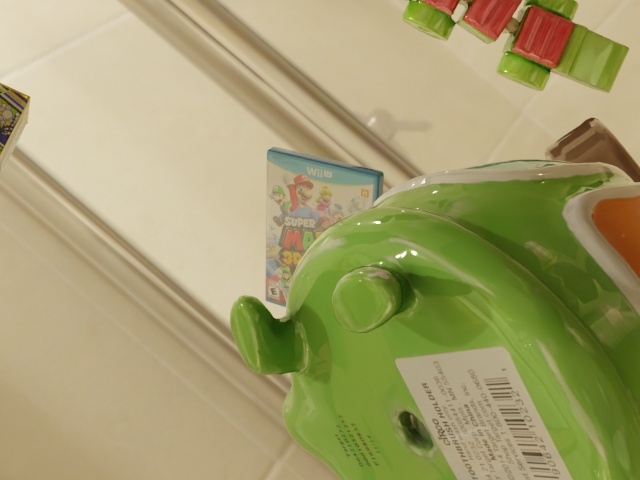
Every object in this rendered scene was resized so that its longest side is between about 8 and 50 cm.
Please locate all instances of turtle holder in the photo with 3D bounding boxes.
[{"bbox_3d":[0.104,0.085,0.532,0.227,0.243,0.320,-31,-24,-30],"label":"turtle holder"}]

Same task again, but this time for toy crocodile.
[{"bbox_3d":[0.212,-0.272,1.068,0.115,0.340,0.105,-63,4,10],"label":"toy crocodile"}]

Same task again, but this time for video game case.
[{"bbox_3d":[0.000,0.000,0.857,0.015,0.119,0.166,-37,-44,-53],"label":"video game case"}]

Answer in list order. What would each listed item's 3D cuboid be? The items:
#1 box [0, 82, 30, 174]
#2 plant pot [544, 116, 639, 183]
[{"bbox_3d":[-0.292,-0.103,0.607,0.054,0.169,0.059,-38,30,64],"label":"box"},{"bbox_3d":[0.223,0.056,0.810,0.229,0.263,0.263,-33,3,16],"label":"plant pot"}]
